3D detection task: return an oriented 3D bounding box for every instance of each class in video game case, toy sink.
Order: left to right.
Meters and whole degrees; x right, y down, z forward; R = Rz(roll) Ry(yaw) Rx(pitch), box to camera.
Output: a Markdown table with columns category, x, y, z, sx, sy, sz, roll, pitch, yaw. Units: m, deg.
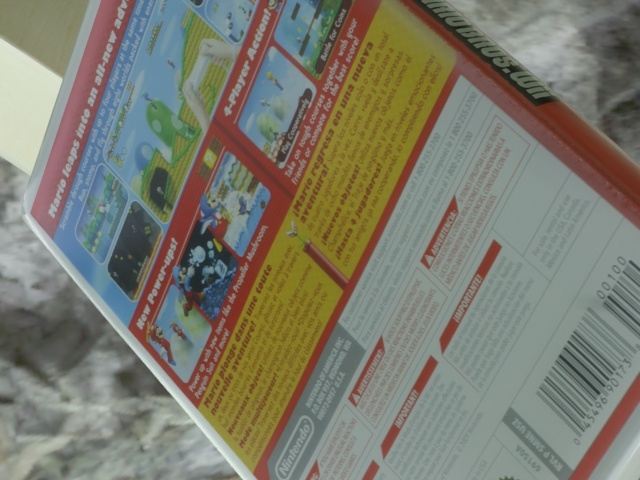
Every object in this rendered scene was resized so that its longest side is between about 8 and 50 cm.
| category | x | y | z | sx | sy | sz | roll | pitch | yaw |
| --- | --- | --- | --- | --- | --- | --- | --- | --- | --- |
| toy sink | -0.172 | -0.138 | 0.948 | 0.131 | 0.234 | 0.153 | 33 | -112 | -4 |
| video game case | 0.000 | 0.000 | 0.547 | 0.285 | 0.025 | 0.204 | 45 | -52 | 28 |
